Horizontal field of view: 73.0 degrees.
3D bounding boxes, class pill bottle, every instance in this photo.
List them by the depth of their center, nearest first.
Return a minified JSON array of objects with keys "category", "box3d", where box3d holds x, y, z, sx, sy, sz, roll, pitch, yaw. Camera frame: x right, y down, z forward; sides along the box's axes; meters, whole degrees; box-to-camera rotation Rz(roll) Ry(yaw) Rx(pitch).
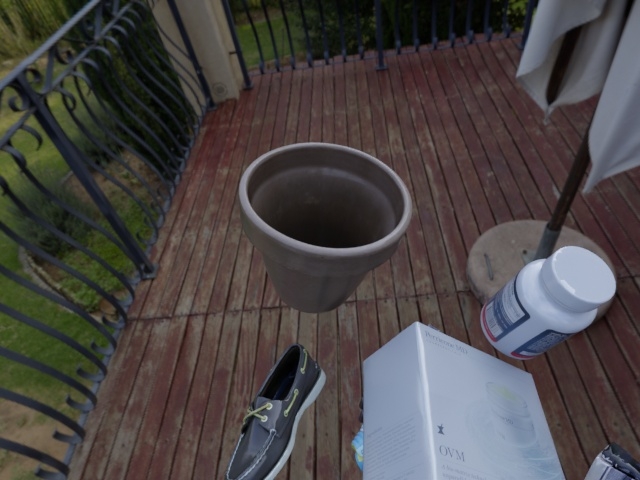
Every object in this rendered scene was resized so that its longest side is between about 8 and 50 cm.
[{"category":"pill bottle","box3d":[0.312,0.089,0.604,0.108,0.180,0.107,4,57,-7]}]

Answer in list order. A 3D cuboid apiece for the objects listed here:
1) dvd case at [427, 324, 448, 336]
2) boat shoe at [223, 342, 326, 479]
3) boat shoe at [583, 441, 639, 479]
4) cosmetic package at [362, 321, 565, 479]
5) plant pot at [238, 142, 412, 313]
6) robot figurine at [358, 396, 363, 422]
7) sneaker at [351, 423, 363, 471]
[{"category":"dvd case","box3d":[0.307,0.321,1.022,0.165,0.018,0.221,33,41,-3]},{"category":"boat shoe","box3d":[-0.068,0.237,0.593,0.081,0.068,0.227,-20,18,32]},{"category":"boat shoe","box3d":[0.714,0.679,1.056,0.127,0.340,0.158,-9,27,-36]},{"category":"cosmetic package","box3d":[0.183,0.265,0.574,0.224,0.138,0.224,26,38,-17]},{"category":"plant pot","box3d":[0.000,0.000,0.729,0.264,0.229,0.262,4,46,-4]},{"category":"robot figurine","box3d":[0.304,0.735,1.839,0.279,0.173,0.208,7,89,0]},{"category":"sneaker","box3d":[0.238,0.690,1.429,0.208,0.127,0.319,-40,17,-36]}]
